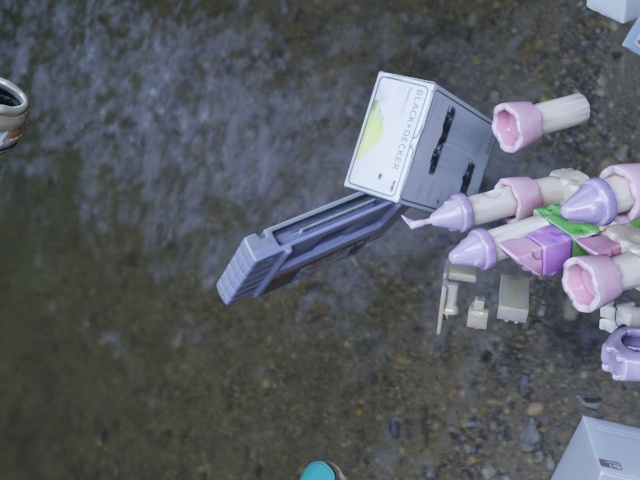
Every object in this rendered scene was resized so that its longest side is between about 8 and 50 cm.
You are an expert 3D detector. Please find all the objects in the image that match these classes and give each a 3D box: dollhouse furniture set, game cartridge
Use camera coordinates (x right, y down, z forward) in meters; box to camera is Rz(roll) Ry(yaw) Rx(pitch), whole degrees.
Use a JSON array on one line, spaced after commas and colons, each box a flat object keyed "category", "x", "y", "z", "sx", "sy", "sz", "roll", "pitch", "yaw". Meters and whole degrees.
[{"category": "dollhouse furniture set", "x": 0.288, "y": 0.130, "z": 1.522, "sx": 0.151, "sy": 0.144, "sz": 0.123, "roll": 8, "pitch": 118, "yaw": 10}, {"category": "game cartridge", "x": 0.000, "y": 0.000, "z": 1.504, "sx": 0.068, "sy": 0.355, "sz": 0.230, "roll": 59, "pitch": 152, "yaw": 16}]

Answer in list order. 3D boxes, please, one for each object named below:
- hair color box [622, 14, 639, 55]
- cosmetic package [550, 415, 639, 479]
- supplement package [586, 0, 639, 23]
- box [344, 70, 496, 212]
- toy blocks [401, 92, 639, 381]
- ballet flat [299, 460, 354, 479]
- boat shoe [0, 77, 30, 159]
[{"category": "hair color box", "x": 0.649, "y": -0.277, "z": 1.199, "sx": 0.374, "sy": 0.113, "sz": 0.185, "roll": 33, "pitch": 75, "yaw": 10}, {"category": "cosmetic package", "x": 0.325, "y": 0.330, "z": 0.982, "sx": 0.107, "sy": 0.127, "sz": 0.238, "roll": -86, "pitch": 12, "yaw": -64}, {"category": "supplement package", "x": 0.573, "y": -0.515, "z": 1.578, "sx": 0.105, "sy": 0.105, "sz": 0.179, "roll": 47, "pitch": 155, "yaw": 44}, {"category": "box", "x": 0.157, "y": -0.128, "z": 1.244, "sx": 0.087, "sy": 0.290, "sz": 0.169, "roll": 20, "pitch": 97, "yaw": 28}, {"category": "toy blocks", "x": 0.282, "y": 0.012, "z": 1.065, "sx": 0.288, "sy": 0.260, "sz": 0.309, "roll": -132, "pitch": 31, "yaw": -54}, {"category": "ballet flat", "x": 0.031, "y": 0.336, "z": 1.066, "sx": 0.080, "sy": 0.073, "sz": 0.232, "roll": -61, "pitch": 12, "yaw": -9}, {"category": "boat shoe", "x": -0.471, "y": -0.181, "z": 0.932, "sx": 0.103, "sy": 0.302, "sz": 0.113, "roll": -34, "pitch": 50, "yaw": 50}]
